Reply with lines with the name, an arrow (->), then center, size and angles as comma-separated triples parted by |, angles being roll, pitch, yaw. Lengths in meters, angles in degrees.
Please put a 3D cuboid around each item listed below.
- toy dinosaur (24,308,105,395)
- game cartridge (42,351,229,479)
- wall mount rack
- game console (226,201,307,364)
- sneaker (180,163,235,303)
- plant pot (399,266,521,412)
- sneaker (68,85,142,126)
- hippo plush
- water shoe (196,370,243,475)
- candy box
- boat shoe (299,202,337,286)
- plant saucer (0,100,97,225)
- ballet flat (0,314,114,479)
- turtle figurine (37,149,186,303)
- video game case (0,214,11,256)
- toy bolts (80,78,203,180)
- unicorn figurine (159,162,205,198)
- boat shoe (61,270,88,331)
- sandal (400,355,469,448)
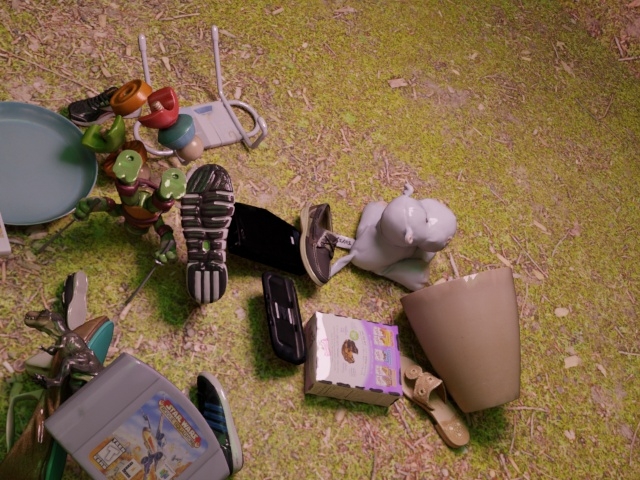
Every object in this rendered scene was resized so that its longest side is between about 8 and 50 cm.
toy dinosaur -> -0.406, 0.226, 1.266 | 0.268, 0.064, 0.118 | 47, 43, -9
game cartridge -> -0.289, 0.342, 1.266 | 0.198, 0.062, 0.297 | -40, 112, -16
wall mount rack -> -0.287, -0.337, 1.785 | 0.350, 0.130, 0.304 | -20, 75, -39
game console -> -0.100, 0.087, 1.605 | 0.213, 0.044, 0.362 | 22, 45, -43
sneaker -> -0.242, -0.010, 1.566 | 0.106, 0.162, 0.282 | 5, 83, -12
plant pot -> 0.335, 0.225, 1.661 | 0.256, 0.256, 0.274 | -10, 78, -30
sneaker -> -0.488, -0.318, 1.727 | 0.178, 0.077, 0.072 | -22, 68, -35
hippo plush -> 0.179, -0.040, 1.750 | 0.294, 0.237, 0.234 | 11, 54, -19
water shoe -> -0.207, 0.340, 1.410 | 0.080, 0.073, 0.203 | -11, 63, -28
candy box -> 0.068, 0.251, 1.604 | 0.196, 0.070, 0.165 | 13, 53, -18
boat shoe -> 0.001, 0.000, 1.711 | 0.080, 0.073, 0.224 | 43, 29, -40
plant saucer -> -0.628, -0.155, 1.571 | 0.317, 0.044, 0.318 | 13, 53, -17
ballet flat -> -0.471, 0.272, 1.324 | 0.124, 0.116, 0.343 | 9, 56, 4
turtle figurine -> -0.367, -0.030, 1.468 | 0.274, 0.266, 0.198 | -35, 79, -35
video game case -> -0.707, -0.061, 1.404 | 0.206, 0.026, 0.227 | -6, 60, -39
toy bolts -> -0.358, -0.235, 1.638 | 0.158, 0.228, 0.218 | 55, 37, -39
unicorn figurine -> -0.292, -0.120, 1.705 | 0.111, 0.060, 0.162 | 28, 34, -5
boat shoe -> -0.477, 0.119, 1.457 | 0.046, 0.038, 0.125 | 41, 38, -54
sandal -> 0.248, 0.329, 1.630 | 0.088, 0.079, 0.240 | -27, 72, -37
